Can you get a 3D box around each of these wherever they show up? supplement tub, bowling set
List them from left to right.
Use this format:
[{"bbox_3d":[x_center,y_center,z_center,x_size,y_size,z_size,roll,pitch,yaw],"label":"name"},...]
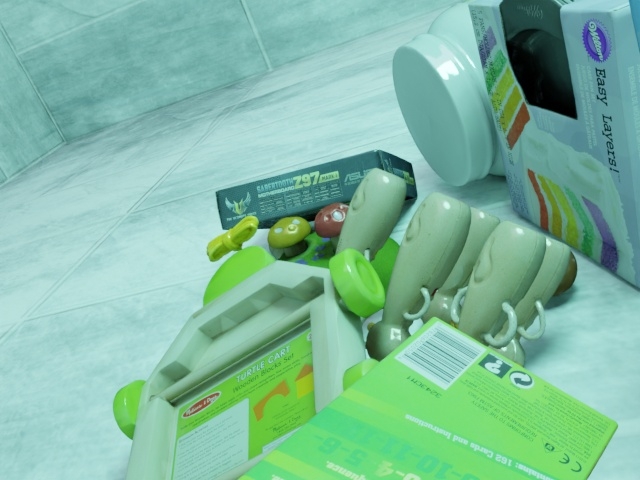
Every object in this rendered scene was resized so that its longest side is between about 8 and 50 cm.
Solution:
[{"bbox_3d":[0.135,0.055,0.566,0.154,0.199,0.287,-67,21,8],"label":"bowling set"},{"bbox_3d":[0.284,-0.229,0.866,0.324,0.236,0.235,-26,24,-7],"label":"supplement tub"}]

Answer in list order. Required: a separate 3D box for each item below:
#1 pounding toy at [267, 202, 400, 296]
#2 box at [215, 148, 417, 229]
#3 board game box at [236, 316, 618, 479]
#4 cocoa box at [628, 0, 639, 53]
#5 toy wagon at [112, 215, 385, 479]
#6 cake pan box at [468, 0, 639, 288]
[{"bbox_3d":[0.000,0.000,0.792,0.182,0.110,0.237,-20,24,7],"label":"pounding toy"},{"bbox_3d":[0.001,-0.064,0.889,0.232,0.059,0.183,-13,-2,20],"label":"box"},{"bbox_3d":[0.035,0.131,0.309,0.124,0.039,0.259,30,36,30],"label":"board game box"},{"bbox_3d":[0.293,-0.041,0.249,0.227,0.232,0.347,-15,15,16],"label":"cocoa box"},{"bbox_3d":[-0.062,0.110,0.540,0.267,0.068,0.345,-32,33,20],"label":"toy wagon"},{"bbox_3d":[0.247,-0.116,0.624,0.070,0.267,0.246,-23,26,-7],"label":"cake pan box"}]
